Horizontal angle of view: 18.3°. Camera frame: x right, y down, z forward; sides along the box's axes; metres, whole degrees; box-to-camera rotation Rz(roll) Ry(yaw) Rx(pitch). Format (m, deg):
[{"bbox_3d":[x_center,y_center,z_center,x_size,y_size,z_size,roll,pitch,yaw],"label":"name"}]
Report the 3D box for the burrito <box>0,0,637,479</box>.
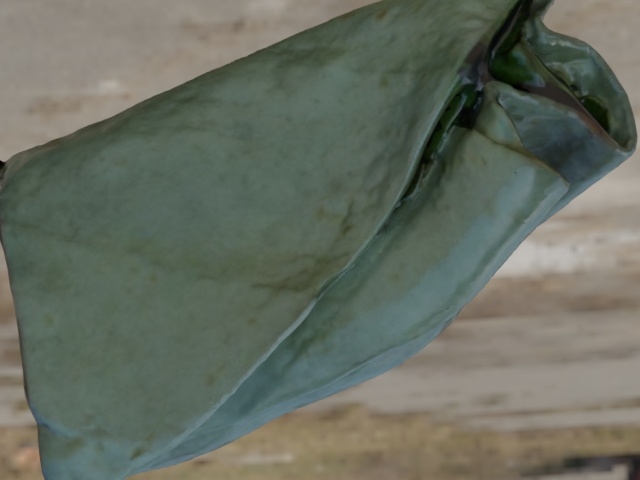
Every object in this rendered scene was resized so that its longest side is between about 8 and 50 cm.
[{"bbox_3d":[-0.001,-0.003,0.347,0.118,0.074,0.044,-22,149,5],"label":"burrito"}]
